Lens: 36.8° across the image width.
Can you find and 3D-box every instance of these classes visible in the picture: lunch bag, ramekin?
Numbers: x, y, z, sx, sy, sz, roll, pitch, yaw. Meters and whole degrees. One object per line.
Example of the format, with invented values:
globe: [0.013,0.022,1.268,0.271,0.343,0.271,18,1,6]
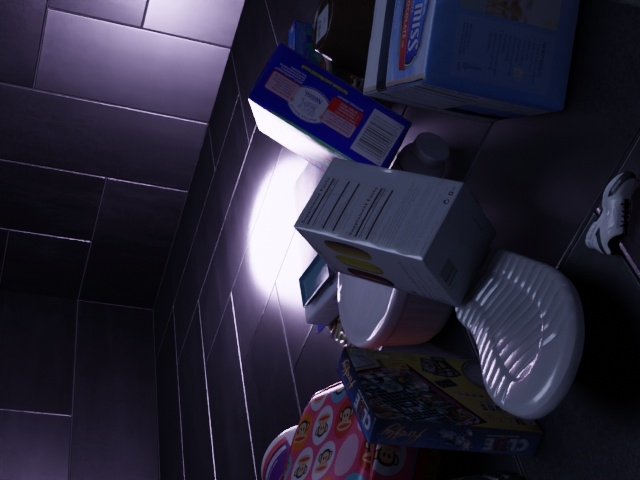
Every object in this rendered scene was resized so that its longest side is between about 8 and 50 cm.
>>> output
lunch bag: [0.054,0.308,1.484,0.293,0.120,0.258,-31,39,56]
ramekin: [0.135,0.056,1.636,0.273,0.127,0.273,-170,90,-72]

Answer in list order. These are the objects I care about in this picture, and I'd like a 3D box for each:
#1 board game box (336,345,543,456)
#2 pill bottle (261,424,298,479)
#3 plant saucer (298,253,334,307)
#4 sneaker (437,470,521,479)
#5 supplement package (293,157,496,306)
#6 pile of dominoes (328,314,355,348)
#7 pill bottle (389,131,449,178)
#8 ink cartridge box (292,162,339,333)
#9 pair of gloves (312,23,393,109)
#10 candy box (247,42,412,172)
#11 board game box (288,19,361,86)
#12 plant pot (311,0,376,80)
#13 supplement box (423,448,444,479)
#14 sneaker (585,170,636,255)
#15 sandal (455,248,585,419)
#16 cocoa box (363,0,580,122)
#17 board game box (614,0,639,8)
board game box: [0.158,0.217,1.307,0.165,0.243,0.042,-115,38,-60]
pill bottle: [0.011,0.472,1.719,0.323,0.181,0.181,-133,55,-67]
plant saucer: [-0.008,0.073,1.926,0.192,0.018,0.067,124,140,-62]
sneaker: [0.212,0.386,1.346,0.275,0.107,0.110,134,122,-67]
supplement package: [0.108,-0.015,1.424,0.244,0.139,0.134,15,67,40]
pile of dominoes: [0.047,0.093,2.014,0.196,0.040,0.251,-152,72,-70]
pill bottle: [0.166,-0.116,1.692,0.152,0.086,0.086,121,152,-47]
ink cartridge box: [0.000,0.000,2.039,0.330,0.071,0.324,129,139,-61]
pair of gloves: [0.063,-0.338,1.887,0.042,0.240,0.204,-22,64,30]
candy box: [0.014,-0.207,1.753,0.122,0.268,0.317,-58,-2,-2]
board game box: [0.037,-0.357,1.990,0.047,0.210,0.160,132,144,-60]
plant pot: [0.108,-0.374,1.757,0.215,0.230,0.215,-171,90,-72]
supplement box: [0.153,0.313,1.541,0.080,0.078,0.233,-141,61,-69]
sneaker: [0.361,-0.031,1.165,0.044,0.040,0.109,44,128,48]
sandal: [0.279,0.108,1.253,0.169,0.102,0.416,-60,11,14]
cocoa box: [0.227,-0.366,1.400,0.228,0.231,0.347,-171,90,-71]
board game box: [0.329,-0.473,1.191,0.056,0.208,0.347,155,121,-64]
